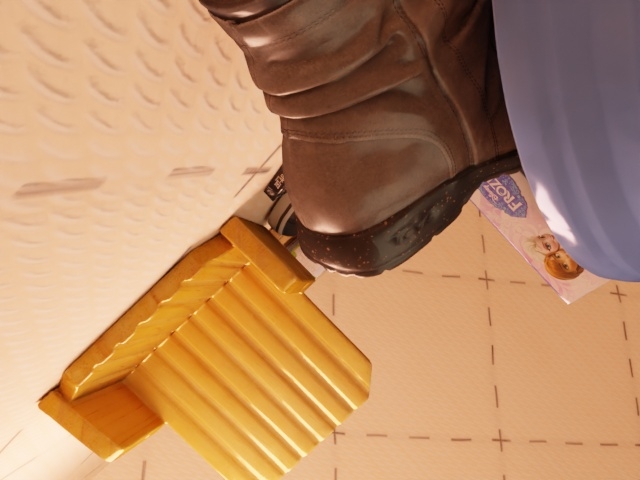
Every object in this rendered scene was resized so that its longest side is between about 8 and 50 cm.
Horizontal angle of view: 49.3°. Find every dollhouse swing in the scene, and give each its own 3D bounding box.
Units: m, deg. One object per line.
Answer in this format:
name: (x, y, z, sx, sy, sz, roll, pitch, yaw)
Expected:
dollhouse swing: (-0.117, 0.202, 0.976, 0.347, 0.305, 0.315, -42, 175, 2)

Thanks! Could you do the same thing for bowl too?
bowl: (0.246, -0.164, 0.477, 0.077, 0.391, 0.391, 3, -149, 43)

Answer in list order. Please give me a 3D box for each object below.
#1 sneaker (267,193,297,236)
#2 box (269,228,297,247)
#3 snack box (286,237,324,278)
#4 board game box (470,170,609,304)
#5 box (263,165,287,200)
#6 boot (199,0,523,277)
sneaker: (0.059, -0.087, 0.963, 0.321, 0.127, 0.126, -45, 176, 30)
box: (-0.013, -0.058, 1.188, 0.201, 0.021, 0.164, -44, 174, 7)
snack box: (0.000, 0.000, 1.286, 0.207, 0.070, 0.174, -45, -171, 9)
board game box: (0.224, -0.139, 0.740, 0.318, 0.319, 0.066, -37, 173, -44)
box: (-0.027, -0.089, 0.873, 0.083, 0.018, 0.067, -38, 172, -44)
boot: (0.096, -0.145, 0.441, 0.338, 0.118, 0.223, -42, 138, -25)
